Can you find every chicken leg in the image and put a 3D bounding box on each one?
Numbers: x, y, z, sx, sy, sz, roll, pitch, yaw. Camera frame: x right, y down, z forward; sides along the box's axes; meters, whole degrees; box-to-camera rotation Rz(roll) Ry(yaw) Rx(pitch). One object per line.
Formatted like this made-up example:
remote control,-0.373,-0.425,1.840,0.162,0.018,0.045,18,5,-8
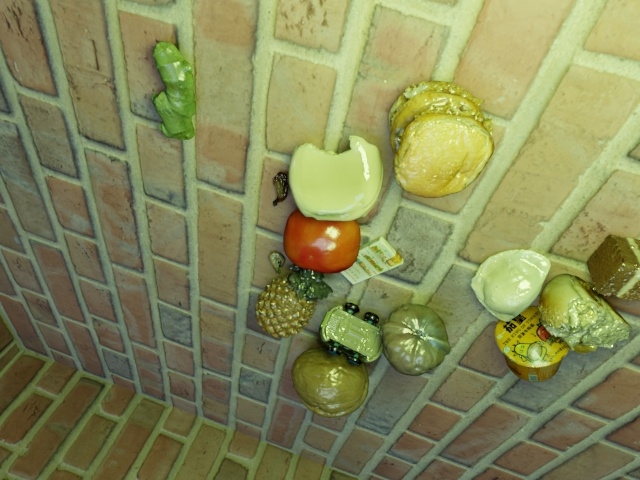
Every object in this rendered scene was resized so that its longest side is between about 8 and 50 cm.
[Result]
chicken leg,-0.129,-0.158,1.401,0.062,0.037,0.145,32,138,24

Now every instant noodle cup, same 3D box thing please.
instant noodle cup,0.685,0.347,1.427,0.216,0.215,0.172,-3,138,24

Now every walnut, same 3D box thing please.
walnut,0.035,0.573,1.834,0.333,0.332,0.332,11,134,12
walnut,0.322,0.343,1.527,0.249,0.248,0.248,11,134,12

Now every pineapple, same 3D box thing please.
pineapple,-0.078,0.192,1.602,0.223,0.222,0.357,35,123,-11

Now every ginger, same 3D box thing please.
ginger,-0.421,-0.411,1.252,0.137,0.089,0.289,38,140,12

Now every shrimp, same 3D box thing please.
shrimp,-0.156,0.083,1.642,0.059,0.023,0.108,-10,127,18

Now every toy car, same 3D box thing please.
toy car,0.112,0.369,1.708,0.248,0.204,0.198,26,158,0

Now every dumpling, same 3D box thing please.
dumpling,0.563,0.125,1.327,0.179,0.131,0.252,39,128,19

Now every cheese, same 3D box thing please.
cheese,0.040,-0.177,1.231,0.266,0.127,0.233,5,104,12

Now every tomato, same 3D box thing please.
tomato,0.000,-0.003,1.391,0.260,0.180,0.259,10,131,12

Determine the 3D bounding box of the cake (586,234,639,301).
cake,0.821,0.078,1.170,0.147,0.135,0.134,16,134,1

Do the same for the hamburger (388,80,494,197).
hamburger,0.273,-0.247,1.035,0.245,0.211,0.260,-25,124,29

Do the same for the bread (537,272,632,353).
bread,0.718,0.196,1.256,0.314,0.192,0.171,22,124,-36

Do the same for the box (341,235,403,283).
box,0.159,0.072,1.497,0.220,0.032,0.122,-29,115,38
